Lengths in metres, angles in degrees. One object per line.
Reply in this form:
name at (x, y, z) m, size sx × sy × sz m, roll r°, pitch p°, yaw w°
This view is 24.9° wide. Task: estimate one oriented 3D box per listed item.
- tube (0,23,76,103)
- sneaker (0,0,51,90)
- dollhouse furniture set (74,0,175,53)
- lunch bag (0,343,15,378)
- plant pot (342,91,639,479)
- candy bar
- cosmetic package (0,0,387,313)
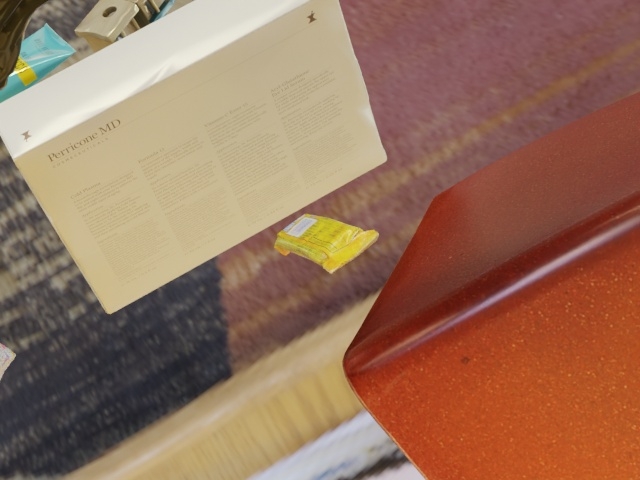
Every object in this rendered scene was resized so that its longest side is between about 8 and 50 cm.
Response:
tube at (-0.369, -0.163, 1.611) m, size 0.207 × 0.080 × 0.052 m, roll -39°, pitch 141°, yaw -9°
sneaker at (-0.129, -0.164, 0.536) m, size 0.384 × 0.147 × 0.145 m, roll -32°, pitch 157°, yaw 23°
dollhouse furniture set at (-0.184, -0.255, 1.849) m, size 0.129 × 0.183 × 0.129 m, roll -56°, pitch 139°, yaw -24°
lunch bag at (-0.365, 0.116, 1.489) m, size 0.083 × 0.071 × 0.053 m, roll 32°, pitch 88°, yaw 3°
plant pot at (0.206, 0.048, 0.692) m, size 0.236 × 0.267 × 0.267 m, roll -38°, pitch 96°, yaw 23°
candy bar at (0.000, 0.000, 0.979) m, size 0.040 × 0.161 × 0.018 m, roll -39°, pitch 102°, yaw -8°
cosmetic package at (-0.132, -0.115, 1.599) m, size 0.377 × 0.097 × 0.284 m, roll -29°, pitch 143°, yaw -7°
